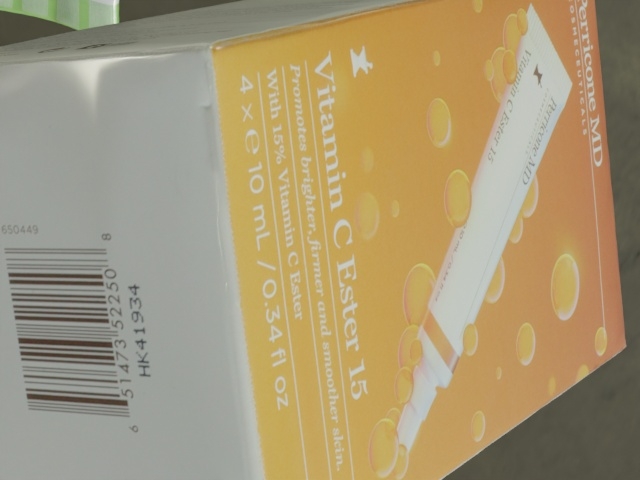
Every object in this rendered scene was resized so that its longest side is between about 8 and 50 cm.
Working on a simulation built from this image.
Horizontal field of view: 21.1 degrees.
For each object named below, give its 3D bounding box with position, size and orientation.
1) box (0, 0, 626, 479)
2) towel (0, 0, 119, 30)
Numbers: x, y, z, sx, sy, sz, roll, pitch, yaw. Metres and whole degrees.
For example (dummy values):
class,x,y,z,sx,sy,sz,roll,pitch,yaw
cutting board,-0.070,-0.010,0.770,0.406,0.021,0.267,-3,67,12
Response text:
class,x,y,z,sx,sy,sz,roll,pitch,yaw
box,-0.006,-0.005,0.808,0.168,0.345,0.215,0,103,33
towel,-0.200,-0.224,1.258,0.113,0.152,0.023,17,40,17
